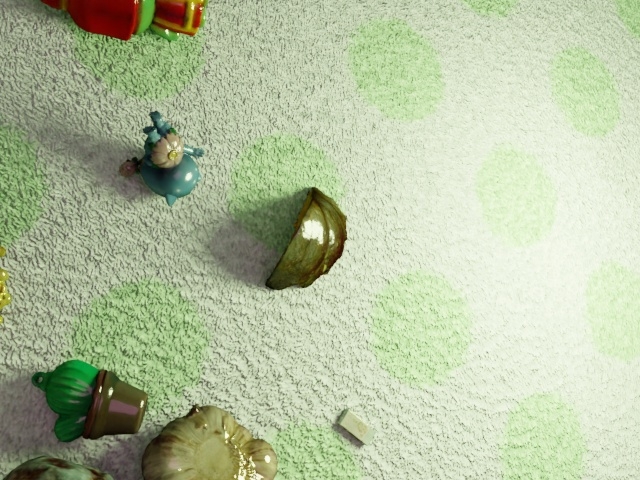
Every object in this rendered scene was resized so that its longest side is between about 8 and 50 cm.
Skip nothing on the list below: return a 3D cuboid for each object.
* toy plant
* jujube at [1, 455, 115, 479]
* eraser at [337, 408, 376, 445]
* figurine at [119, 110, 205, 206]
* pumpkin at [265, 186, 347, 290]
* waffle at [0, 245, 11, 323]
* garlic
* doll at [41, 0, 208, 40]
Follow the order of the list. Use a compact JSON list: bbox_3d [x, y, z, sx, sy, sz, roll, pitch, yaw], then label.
[{"bbox_3d":[-0.409,0.285,1.104,0.200,0.105,0.143,14,89,-3],"label":"toy plant"},{"bbox_3d":[-0.412,0.491,0.978,0.215,0.246,0.308,-4,73,-36],"label":"jujube"},{"bbox_3d":[0.077,0.397,1.341,0.083,0.019,0.038,41,66,-13],"label":"eraser"},{"bbox_3d":[-0.310,-0.162,1.213,0.144,0.178,0.114,12,50,18],"label":"figurine"},{"bbox_3d":[0.000,0.000,1.312,0.130,0.149,0.254,30,69,-8],"label":"pumpkin"},{"bbox_3d":[-0.641,0.055,1.060,0.229,0.057,0.219,8,77,-24],"label":"waffle"},{"bbox_3d":[-0.202,0.424,1.137,0.244,0.160,0.245,13,46,-14],"label":"garlic"},{"bbox_3d":[-0.396,-0.475,1.200,0.363,0.183,0.160,6,53,-19],"label":"doll"}]
